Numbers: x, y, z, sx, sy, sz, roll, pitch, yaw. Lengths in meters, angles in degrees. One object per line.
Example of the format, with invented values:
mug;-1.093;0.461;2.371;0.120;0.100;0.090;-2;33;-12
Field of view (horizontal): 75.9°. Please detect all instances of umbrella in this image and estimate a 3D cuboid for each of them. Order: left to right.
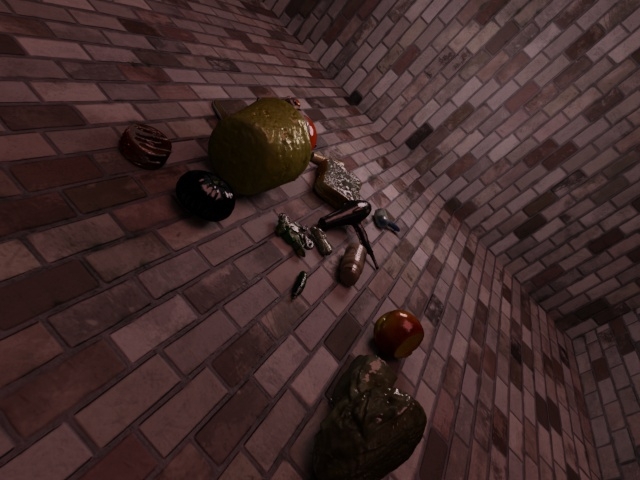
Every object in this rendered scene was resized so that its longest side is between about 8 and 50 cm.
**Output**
umbrella;0.000;0.000;1.714;0.067;0.062;0.143;-26;74;-26

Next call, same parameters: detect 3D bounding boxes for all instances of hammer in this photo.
hammer;0.377;-0.095;2.276;0.194;0.070;0.116;32;33;-32

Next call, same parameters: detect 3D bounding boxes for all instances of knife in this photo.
knife;-0.412;-0.517;1.826;0.061;0.027;0.342;-2;53;-49

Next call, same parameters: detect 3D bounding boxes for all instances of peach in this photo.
peach;0.297;0.358;1.541;0.192;0.190;0.190;48;31;-1

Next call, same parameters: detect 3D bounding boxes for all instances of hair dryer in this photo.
hair dryer;0.170;-0.009;1.892;0.304;0.120;0.359;-26;89;-40

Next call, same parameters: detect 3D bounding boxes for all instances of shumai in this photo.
shumai;0.096;0.482;1.132;0.288;0.330;0.291;51;-13;44

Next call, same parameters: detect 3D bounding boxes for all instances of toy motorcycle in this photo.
toy motorcycle;-0.106;-0.026;1.600;0.190;0.074;0.106;46;40;-3

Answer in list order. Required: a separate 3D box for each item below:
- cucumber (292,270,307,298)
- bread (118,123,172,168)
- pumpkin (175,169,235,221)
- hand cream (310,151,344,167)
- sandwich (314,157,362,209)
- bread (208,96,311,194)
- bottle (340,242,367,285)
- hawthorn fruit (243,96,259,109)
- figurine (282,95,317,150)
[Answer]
cucumber;-0.071;0.159;1.460;0.037;0.037;0.155;40;32;-12
bread;-0.572;-0.311;1.348;0.161;0.073;0.160;31;35;-25
pumpkin;-0.373;-0.144;1.340;0.202;0.140;0.202;35;18;-13
hand cream;0.029;-0.423;2.222;0.203;0.084;0.083;16;42;-31
sandwich;0.096;-0.279;2.104;0.271;0.099;0.301;38;33;-22
bread;-0.233;-0.358;1.570;0.348;0.348;0.308;49;36;3
bottle;0.135;0.107;1.720;0.209;0.097;0.109;-66;152;-56
hawthorn fruit;-0.287;-0.554;1.866;0.157;0.193;0.157;6;31;-4
figurine;-0.119;-0.502;1.945;0.196;0.319;0.323;13;1;5
